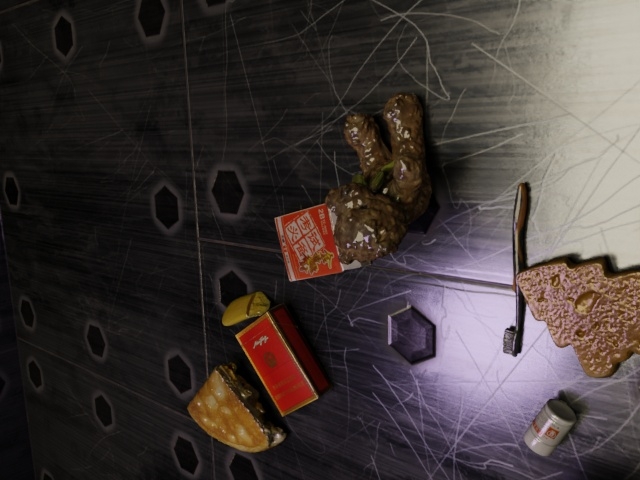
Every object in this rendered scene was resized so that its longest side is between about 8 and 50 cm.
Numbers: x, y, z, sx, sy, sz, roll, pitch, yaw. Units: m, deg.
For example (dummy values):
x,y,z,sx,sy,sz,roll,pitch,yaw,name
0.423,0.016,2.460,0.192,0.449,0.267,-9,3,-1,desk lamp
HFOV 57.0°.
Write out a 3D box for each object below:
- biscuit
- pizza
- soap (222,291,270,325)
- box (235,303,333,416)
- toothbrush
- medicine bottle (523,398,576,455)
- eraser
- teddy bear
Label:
x,y,z,sx,sy,sz,roll,pitch,yaw,name
0.439,0.109,0.980,0.238,0.041,0.212,32,124,30,biscuit
-0.238,0.495,1.618,0.258,0.087,0.268,51,128,15,pizza
-0.194,0.173,1.522,0.168,0.089,0.033,-24,128,35,soap
-0.092,0.295,1.449,0.153,0.074,0.240,-39,79,43,box
0.352,0.057,1.055,0.031,0.023,0.321,11,106,36,toothbrush
0.406,0.331,1.044,0.057,0.057,0.089,37,122,29,medicine bottle
0.000,0.000,1.336,0.230,0.038,0.157,-13,90,43,eraser
0.092,-0.114,1.110,0.246,0.222,0.296,-18,87,44,teddy bear
